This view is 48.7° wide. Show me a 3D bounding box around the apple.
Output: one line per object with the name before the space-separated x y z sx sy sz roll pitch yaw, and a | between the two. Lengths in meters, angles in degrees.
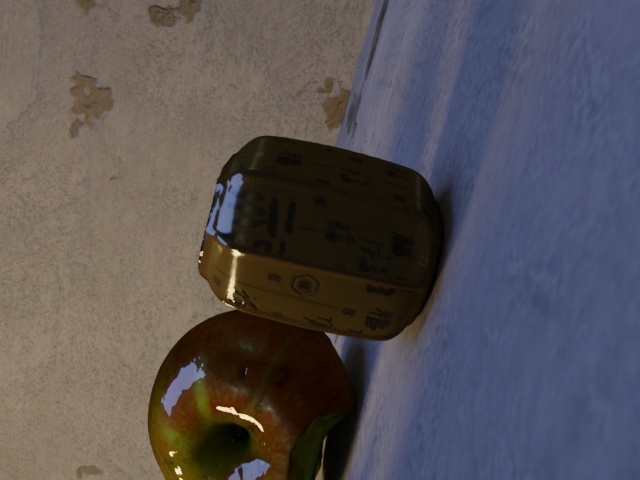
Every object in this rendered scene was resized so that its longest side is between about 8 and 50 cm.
apple | -0.065 0.194 0.810 0.226 0.246 0.246 -27 -46 -71

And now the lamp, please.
lamp | 0.000 0.000 0.598 0.161 0.185 0.161 -164 90 -88
